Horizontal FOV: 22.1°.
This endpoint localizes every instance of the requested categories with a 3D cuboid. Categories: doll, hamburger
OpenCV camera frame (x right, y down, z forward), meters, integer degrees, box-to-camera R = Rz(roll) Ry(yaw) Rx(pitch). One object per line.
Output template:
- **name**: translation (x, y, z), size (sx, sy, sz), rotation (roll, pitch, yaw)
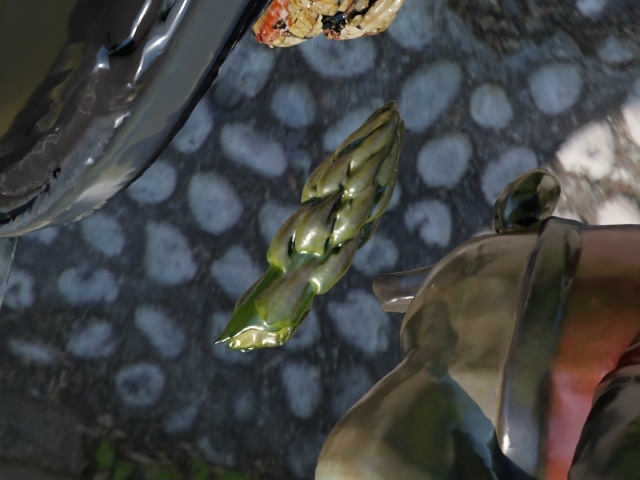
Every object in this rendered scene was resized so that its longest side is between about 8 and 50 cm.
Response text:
- **doll**: translation (0.169, 0.059, 0.644), size (0.329, 0.235, 0.174), rotation (1, 75, 15)
- **hamburger**: translation (0.003, -0.278, 1.440), size (0.106, 0.231, 0.231), rotation (2, 106, -20)

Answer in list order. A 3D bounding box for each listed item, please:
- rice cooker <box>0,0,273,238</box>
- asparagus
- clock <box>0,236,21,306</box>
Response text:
- **rice cooker**: translation (-0.129, -0.121, 0.354), size (0.267, 0.224, 0.267), rotation (19, 117, 42)
- **asparagus**: translation (0.000, 0.000, 1.456), size (0.080, 0.080, 0.287), rotation (29, 106, -5)
- **clock**: translation (-0.342, -0.002, 1.726), size (0.049, 0.226, 0.226), rotation (17, 105, -11)
